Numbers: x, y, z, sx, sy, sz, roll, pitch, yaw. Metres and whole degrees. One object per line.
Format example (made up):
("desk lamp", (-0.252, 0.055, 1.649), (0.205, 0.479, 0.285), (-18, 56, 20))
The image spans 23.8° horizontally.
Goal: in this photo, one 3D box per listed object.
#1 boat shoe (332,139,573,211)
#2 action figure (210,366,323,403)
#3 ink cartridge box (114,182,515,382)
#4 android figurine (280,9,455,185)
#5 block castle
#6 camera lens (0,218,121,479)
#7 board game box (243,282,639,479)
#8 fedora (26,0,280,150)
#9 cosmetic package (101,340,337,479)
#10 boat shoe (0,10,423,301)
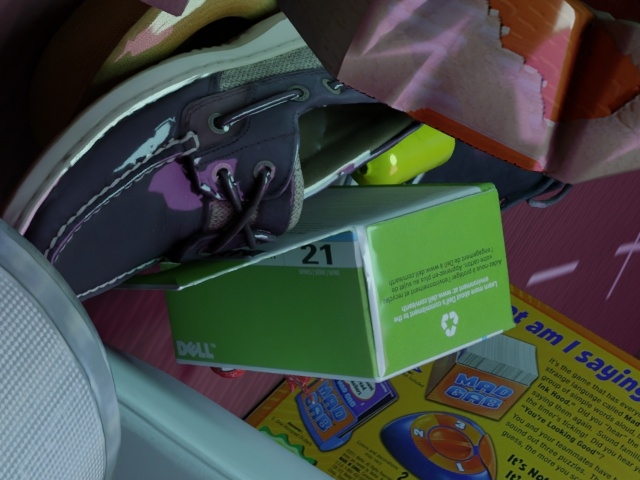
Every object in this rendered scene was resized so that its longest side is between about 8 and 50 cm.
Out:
("boat shoe", (0.169, -0.112, 1.286), (0.500, 0.156, 0.187), (-44, 156, -28))
("action figure", (0.000, 0.000, 1.108), (0.091, 0.139, 0.280), (-15, 134, -58))
("ink cartridge box", (-0.038, 0.036, 0.908), (0.255, 0.188, 0.097), (-19, 103, -42))
("android figurine", (0.042, -0.158, 1.005), (0.273, 0.056, 0.248), (-24, 117, -55))
("block castle", (0.030, -0.222, 0.513), (0.303, 0.453, 0.213), (-62, -160, 14))
("camera lens", (-0.221, 0.113, 0.596), (0.274, 0.219, 0.219), (-60, 167, -52))
("board game box", (0.130, 0.295, 1.457), (0.356, 0.356, 0.356), (-42, 153, -34))
("fedora", (-0.104, -0.084, 0.845), (0.194, 0.079, 0.194), (-44, 159, -22))
("cosmetic package", (-0.149, 0.286, 0.904), (0.394, 0.327, 0.329), (-58, 158, -3))
("boat shoe", (-0.044, -0.042, 0.791), (0.285, 0.092, 0.103), (-35, 154, -39))
